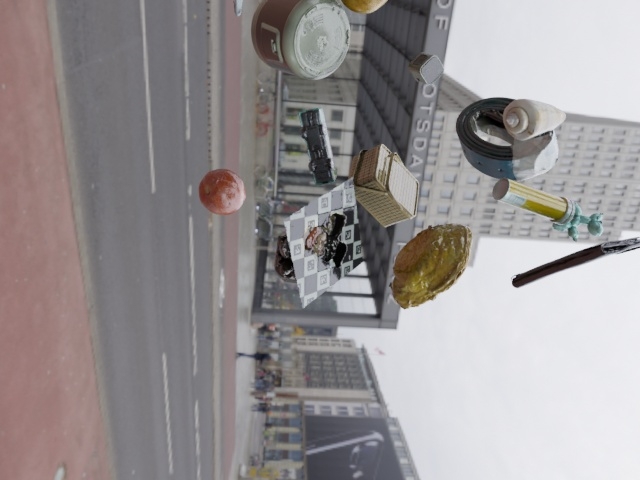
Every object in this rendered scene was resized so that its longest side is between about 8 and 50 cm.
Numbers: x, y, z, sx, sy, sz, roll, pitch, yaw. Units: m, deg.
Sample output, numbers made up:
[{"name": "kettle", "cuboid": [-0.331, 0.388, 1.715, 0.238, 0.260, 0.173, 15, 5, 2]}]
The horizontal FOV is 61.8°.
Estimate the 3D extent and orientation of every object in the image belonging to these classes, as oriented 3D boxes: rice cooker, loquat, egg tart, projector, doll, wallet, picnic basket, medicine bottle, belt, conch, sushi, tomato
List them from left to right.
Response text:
[{"name": "tomato", "cuboid": [-0.433, -0.217, 2.385, 0.208, 0.185, 0.208, 2, -87, 45]}, {"name": "rice cooker", "cuboid": [-0.089, -0.810, 2.088, 0.325, 0.335, 0.335, 35, -50, 43]}, {"name": "sushi", "cuboid": [0.000, 0.000, 1.725, 0.339, 0.069, 0.319, -36, 126, -40]}, {"name": "loquat", "cuboid": [0.169, -0.915, 1.885, 0.246, 0.214, 0.213, -151, -117, -66]}, {"name": "picnic basket", "cuboid": [0.280, -0.241, 2.325, 0.175, 0.313, 0.227, -20, -138, 38]}, {"name": "projector", "cuboid": [0.371, -0.604, 1.879, 0.083, 0.083, 0.082, 45, 1, -35]}, {"name": "egg tart", "cuboid": [0.384, 0.058, 1.918, 0.352, 0.153, 0.339, -29, -149, 48]}, {"name": "belt", "cuboid": [0.757, -0.416, 2.196, 0.436, 0.300, 0.173, 42, -4, 46]}, {"name": "medicine bottle", "cuboid": [0.555, -0.104, 1.392, 0.074, 0.218, 0.073, -164, -90, -70]}, {"name": "conch", "cuboid": [0.745, -0.408, 1.847, 0.158, 0.255, 0.127, 104, -20, -47]}, {"name": "wallet", "cuboid": [0.663, 0.054, 1.392, 0.318, 0.173, 0.045, -41, -116, 63]}, {"name": "doll", "cuboid": [0.969, -0.068, 1.986, 0.158, 0.159, 0.059, 45, -9, 21]}]

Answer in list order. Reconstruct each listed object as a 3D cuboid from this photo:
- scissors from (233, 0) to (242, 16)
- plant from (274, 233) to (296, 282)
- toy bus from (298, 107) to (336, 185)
[{"name": "scissors", "cuboid": [-0.207, -0.742, 1.376, 0.360, 0.191, 0.029, 107, -36, -54]}, {"name": "plant", "cuboid": [-0.078, 0.052, 1.960, 0.321, 0.182, 0.193, 136, -42, -72]}, {"name": "toy bus", "cuboid": [-0.005, -0.329, 1.867, 0.109, 0.091, 0.261, -58, 138, -67]}]
